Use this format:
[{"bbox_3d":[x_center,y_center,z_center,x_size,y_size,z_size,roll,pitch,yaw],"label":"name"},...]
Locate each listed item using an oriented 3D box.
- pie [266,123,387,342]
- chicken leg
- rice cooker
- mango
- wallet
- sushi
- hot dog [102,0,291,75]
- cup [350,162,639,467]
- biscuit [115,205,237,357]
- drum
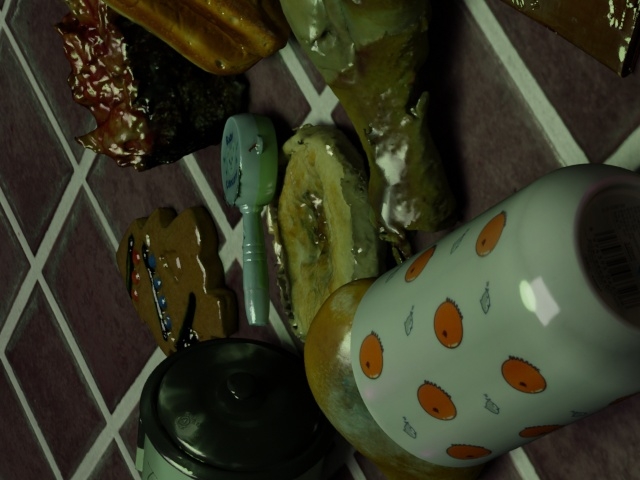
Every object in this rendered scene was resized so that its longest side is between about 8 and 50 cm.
[{"bbox_3d":[0.000,0.000,1.762,0.274,0.055,0.274,174,90,-66],"label":"pie"},{"bbox_3d":[0.057,-0.180,1.561,0.201,0.153,0.429,23,132,65],"label":"chicken leg"},{"bbox_3d":[-0.108,0.251,1.898,0.241,0.280,0.227,16,133,5],"label":"rice cooker"},{"bbox_3d":[0.087,0.173,1.631,0.193,0.146,0.316,8,133,34],"label":"mango"},{"bbox_3d":[0.222,-0.225,1.376,0.176,0.026,0.095,43,135,37],"label":"wallet"},{"bbox_3d":[-0.217,-0.261,1.881,0.196,0.182,0.343,-2,106,50],"label":"sushi"},{"bbox_3d":[-0.181,-0.321,1.720,0.158,0.349,0.117,-30,35,47],"label":"hot dog"},{"bbox_3d":[0.192,0.067,1.384,0.317,0.212,0.212,-37,73,55],"label":"cup"},{"bbox_3d":[-0.213,0.069,2.151,0.301,0.043,0.278,19,120,52],"label":"biscuit"},{"bbox_3d":[-0.088,-0.028,1.848,0.130,0.049,0.253,-164,74,-73],"label":"drum"}]
